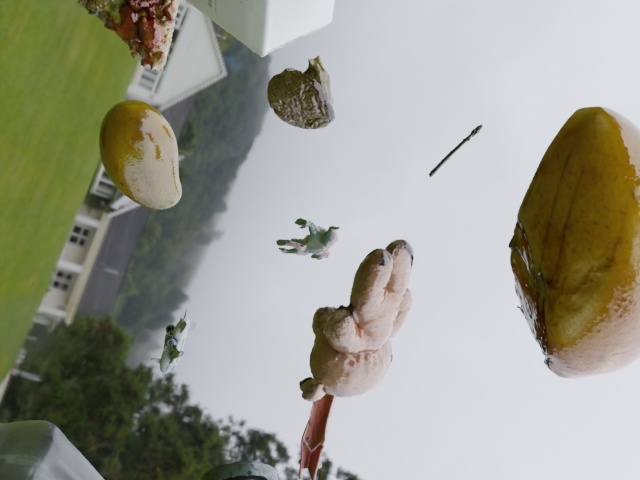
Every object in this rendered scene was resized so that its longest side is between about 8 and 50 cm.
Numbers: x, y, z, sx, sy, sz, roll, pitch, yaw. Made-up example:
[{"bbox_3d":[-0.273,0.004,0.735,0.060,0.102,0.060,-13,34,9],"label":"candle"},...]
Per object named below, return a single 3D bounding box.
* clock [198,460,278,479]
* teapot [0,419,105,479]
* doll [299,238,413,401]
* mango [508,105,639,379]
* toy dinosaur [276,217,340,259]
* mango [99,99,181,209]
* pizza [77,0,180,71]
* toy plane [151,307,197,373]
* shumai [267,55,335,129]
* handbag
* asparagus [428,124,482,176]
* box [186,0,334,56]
[{"bbox_3d":[-0.214,0.640,1.959,0.215,0.215,0.042,-53,-145,37],"label":"clock"},{"bbox_3d":[-0.343,0.449,0.922,0.376,0.361,0.305,-58,-162,-17],"label":"teapot"},{"bbox_3d":[0.058,0.120,1.263,0.156,0.201,0.303,35,-57,37],"label":"doll"},{"bbox_3d":[0.327,0.001,0.893,0.201,0.199,0.350,-62,152,-49],"label":"mango"},{"bbox_3d":[0.000,0.000,1.546,0.242,0.167,0.053,-20,-119,52],"label":"toy dinosaur"},{"bbox_3d":[-0.318,-0.145,1.348,0.099,0.136,0.227,-116,-172,-49],"label":"mango"},{"bbox_3d":[-0.308,-0.398,1.325,0.201,0.193,0.053,-26,-178,0],"label":"pizza"},{"bbox_3d":[-0.351,0.250,1.805,0.171,0.065,0.162,-57,-159,18],"label":"toy plane"},{"bbox_3d":[-0.027,-0.279,1.465,0.123,0.139,0.105,-21,-162,38],"label":"shumai"},{"bbox_3d":[-0.006,0.433,1.750,0.212,0.059,0.157,-71,171,-53],"label":"handbag"},{"bbox_3d":[0.291,-0.194,1.628,0.166,0.016,0.013,-46,-129,31],"label":"asparagus"},{"bbox_3d":[-0.079,-0.368,0.780,0.116,0.203,0.274,-35,152,-32],"label":"box"}]
